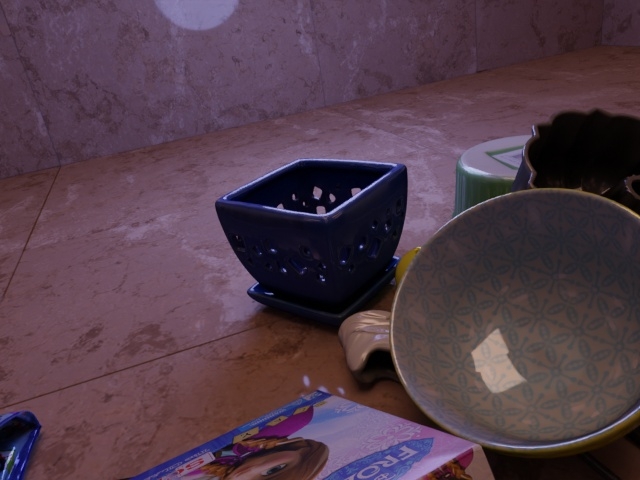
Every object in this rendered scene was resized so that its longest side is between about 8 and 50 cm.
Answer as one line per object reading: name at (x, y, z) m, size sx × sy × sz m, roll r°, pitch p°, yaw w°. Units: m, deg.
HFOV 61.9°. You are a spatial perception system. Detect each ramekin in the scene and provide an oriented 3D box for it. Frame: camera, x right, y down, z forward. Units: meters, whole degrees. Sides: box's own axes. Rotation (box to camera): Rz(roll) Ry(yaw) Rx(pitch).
ramekin at (0.402, -0.096, 1.018) m, size 0.304 × 0.148 × 0.303 m, roll -8°, pitch 25°, yaw 4°

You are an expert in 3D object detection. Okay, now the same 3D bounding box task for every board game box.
board game box at (-0.078, 0.227, 0.420) m, size 0.319 × 0.065 × 0.318 m, roll -20°, pitch -1°, yaw -22°

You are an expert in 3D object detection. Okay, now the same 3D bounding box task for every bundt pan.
bundt pan at (0.414, -0.030, 0.739) m, size 0.331 × 0.124 × 0.330 m, roll 5°, pitch 52°, yaw -7°

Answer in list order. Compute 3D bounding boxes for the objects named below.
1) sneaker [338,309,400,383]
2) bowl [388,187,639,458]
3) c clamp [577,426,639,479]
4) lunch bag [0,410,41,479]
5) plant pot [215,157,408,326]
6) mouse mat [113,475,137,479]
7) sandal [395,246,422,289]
sneaker at (0.142, 0.141, 0.701) m, size 0.232 × 0.090 × 0.115 m, roll -16°, pitch 31°, yaw 7°
bowl at (0.237, 0.104, 0.581) m, size 0.290 × 0.156 × 0.289 m, roll -23°, pitch 46°, yaw 25°
c clamp at (0.294, 0.222, 0.534) m, size 0.137 × 0.022 × 0.161 m, roll -15°, pitch 23°, yaw -24°
lunch bag at (-0.466, 0.279, 0.581) m, size 0.221 × 0.138 × 0.293 m, roll -15°, pitch 16°, yaw -4°
plant pot at (0.000, 0.000, 0.883) m, size 0.236 × 0.212 × 0.236 m, roll 11°, pitch 32°, yaw 36°
mouse mat at (-0.198, 0.304, 0.550) m, size 0.190 × 0.007 × 0.152 m, roll -11°, pitch 25°, yaw -1°
sandal at (0.280, 0.032, 0.814) m, size 0.318 × 0.126 × 0.138 m, roll -26°, pitch 19°, yaw -13°
